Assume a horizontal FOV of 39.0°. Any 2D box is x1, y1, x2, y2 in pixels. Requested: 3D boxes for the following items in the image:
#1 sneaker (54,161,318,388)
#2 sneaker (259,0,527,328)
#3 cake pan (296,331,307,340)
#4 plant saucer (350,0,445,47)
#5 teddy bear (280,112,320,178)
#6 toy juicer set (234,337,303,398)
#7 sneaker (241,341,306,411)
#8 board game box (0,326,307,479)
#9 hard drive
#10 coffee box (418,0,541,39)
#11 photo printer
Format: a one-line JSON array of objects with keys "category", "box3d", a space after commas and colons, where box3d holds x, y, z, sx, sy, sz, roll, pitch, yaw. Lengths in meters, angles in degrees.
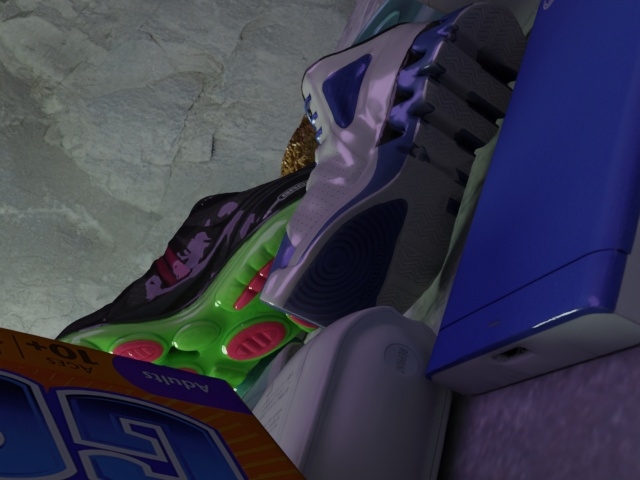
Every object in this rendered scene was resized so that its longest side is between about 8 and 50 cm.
[{"category": "sneaker", "box3d": [-0.134, 0.067, 1.111, 0.483, 0.185, 0.202, -28, 31, 20]}, {"category": "sneaker", "box3d": [0.044, -0.072, 0.821, 0.315, 0.127, 0.182, -60, 33, -3]}, {"category": "cake pan", "box3d": [-0.057, 0.109, 1.395, 0.293, 0.054, 0.293, -155, 90, -82]}, {"category": "plant saucer", "box3d": [0.100, -0.289, 1.342, 0.317, 0.043, 0.317, -49, 20, 24]}, {"category": "teddy bear", "box3d": [-0.022, -0.068, 1.592, 0.245, 0.113, 0.338, -64, -4, -53]}, {"category": "toy juicer set", "box3d": [-0.073, 0.157, 1.177, 0.329, 0.089, 0.209, -45, 28, 19]}, {"category": "sneaker", "box3d": [-0.067, 0.231, 0.950, 0.151, 0.094, 0.256, -55, 2, 28]}, {"category": "board game box", "box3d": [-0.186, 0.249, 0.319, 0.356, 0.356, 0.356, 37, 104, 55]}, {"category": "hard drive", "box3d": [0.161, -0.073, 0.553, 0.210, 0.040, 0.319, 132, 160, -67]}, {"category": "coffee box", "box3d": [0.130, -0.450, 0.807, 0.338, 0.334, 0.338, -77, 14, -45]}, {"category": "photo printer", "box3d": [-0.014, 0.207, 0.634, 0.256, 0.107, 0.307, -55, 13, 51]}]
